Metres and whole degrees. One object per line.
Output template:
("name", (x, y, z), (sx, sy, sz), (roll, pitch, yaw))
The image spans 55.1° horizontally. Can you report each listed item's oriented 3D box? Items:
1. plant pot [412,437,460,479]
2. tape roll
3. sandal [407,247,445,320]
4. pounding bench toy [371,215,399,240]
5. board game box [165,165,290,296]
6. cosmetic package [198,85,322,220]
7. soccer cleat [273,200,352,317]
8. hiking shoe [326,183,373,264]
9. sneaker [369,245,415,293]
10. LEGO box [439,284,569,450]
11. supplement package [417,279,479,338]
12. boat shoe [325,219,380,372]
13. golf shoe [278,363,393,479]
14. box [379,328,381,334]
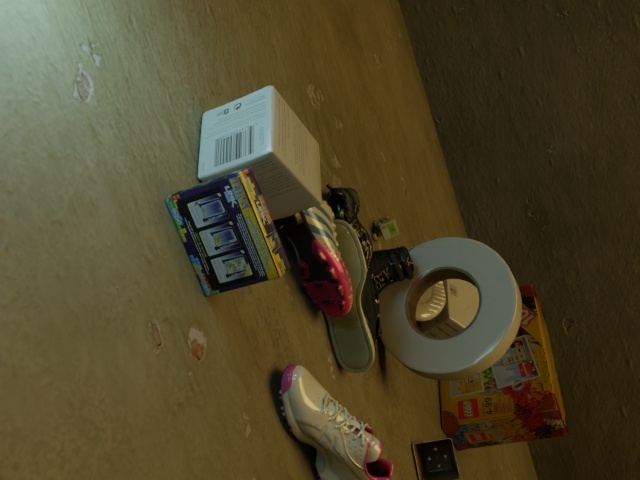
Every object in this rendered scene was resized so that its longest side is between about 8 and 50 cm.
("plant pot", (0.321, 0.606, 1.695), (0.096, 0.108, 0.109), (46, 33, -71))
("tape roll", (0.333, 0.175, 1.633), (0.072, 0.391, 0.392), (45, 36, -49))
("sandal", (0.309, 0.159, 1.951), (0.416, 0.169, 0.102), (-59, 169, -62))
("pounding bench toy", (0.186, -0.033, 1.875), (0.065, 0.083, 0.052), (-138, -155, -69))
("board game box", (-0.142, -0.011, 0.944), (0.170, 0.141, 0.048), (70, 22, -12))
("cosmetic package", (-0.105, -0.147, 1.112), (0.184, 0.151, 0.152), (45, 35, -52))
("soccer cleat", (0.000, 0.000, 1.288), (0.143, 0.116, 0.331), (-46, 118, -46))
("hiking shoe", (0.058, -0.030, 1.545), (0.114, 0.086, 0.227), (9, 61, -52))
("sneaker", (0.162, 0.089, 1.599), (0.105, 0.146, 0.296), (70, 23, -15))
("LEGO box", (0.614, 0.438, 2.144), (0.193, 0.372, 0.500), (55, 28, -38))
("supplement package", (0.452, 0.242, 2.104), (0.204, 0.145, 0.262), (33, 38, -21))
("boat shoe", (0.071, 0.119, 1.389), (0.113, 0.127, 0.340), (-18, 93, -69))
("golf shoe", (0.033, 0.344, 1.126), (0.306, 0.140, 0.115), (63, 26, -22))
("box", (0.134, 0.212, 1.618), (0.067, 0.018, 0.083), (-10, 84, -68))
